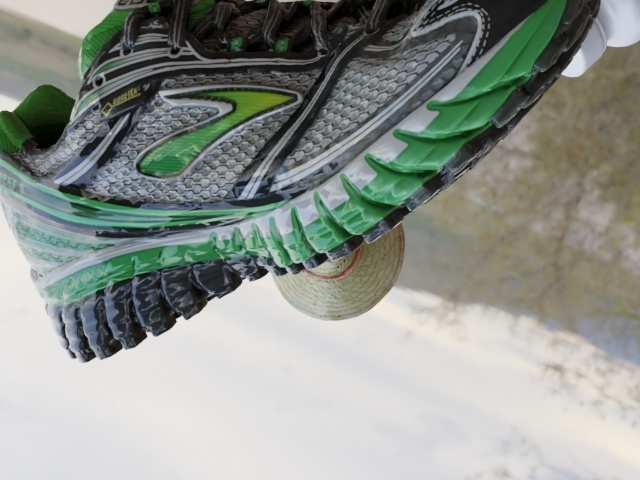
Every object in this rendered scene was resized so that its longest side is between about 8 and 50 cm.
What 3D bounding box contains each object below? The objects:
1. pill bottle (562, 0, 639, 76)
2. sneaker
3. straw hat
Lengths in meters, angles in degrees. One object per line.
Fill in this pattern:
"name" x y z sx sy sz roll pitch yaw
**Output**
"pill bottle" 0.306 -0.282 1.332 0.136 0.246 0.136 43 169 11
"sneaker" -0.031 -0.060 0.588 0.146 0.344 0.134 59 -147 -10
"straw hat" 0.000 0.000 1.204 0.144 0.144 0.061 25 180 23
